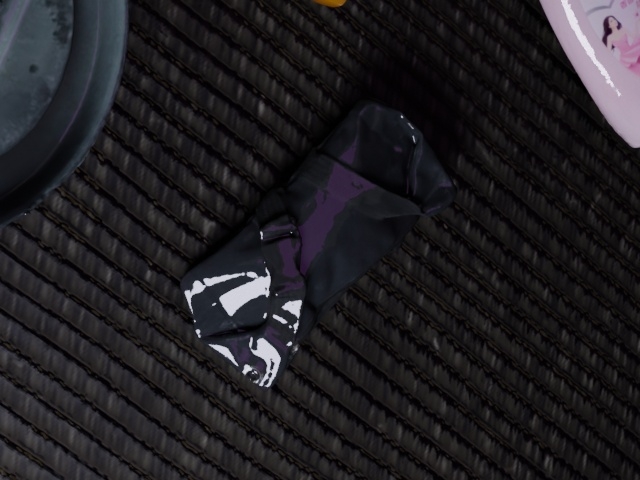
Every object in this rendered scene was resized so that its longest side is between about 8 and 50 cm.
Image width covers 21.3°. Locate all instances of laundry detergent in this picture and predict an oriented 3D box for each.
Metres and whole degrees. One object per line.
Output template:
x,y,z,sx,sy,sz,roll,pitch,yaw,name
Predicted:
0.245,-0.251,1.461,0.159,0.088,0.335,-38,107,-23,laundry detergent

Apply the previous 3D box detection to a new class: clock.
-0.279,-0.156,1.182,0.319,0.066,0.318,-10,105,-42,clock

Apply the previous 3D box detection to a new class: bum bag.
0.000,0.000,1.375,0.123,0.060,0.248,46,75,-21,bum bag

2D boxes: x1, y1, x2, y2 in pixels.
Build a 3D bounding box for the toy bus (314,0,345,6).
-0.031,-0.235,1.335,0.194,0.083,0.088,5,100,-22,toy bus
